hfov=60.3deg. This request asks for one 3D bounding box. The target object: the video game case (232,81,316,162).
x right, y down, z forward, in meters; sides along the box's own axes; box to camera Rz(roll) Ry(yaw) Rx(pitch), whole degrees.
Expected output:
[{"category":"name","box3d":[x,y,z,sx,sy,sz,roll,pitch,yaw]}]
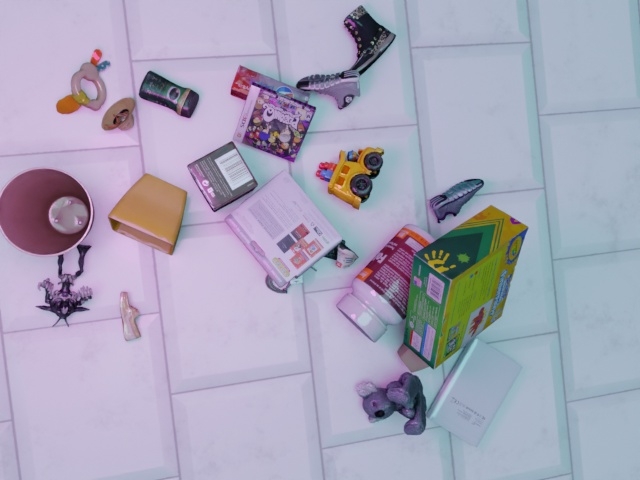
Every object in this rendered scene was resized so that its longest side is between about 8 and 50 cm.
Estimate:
[{"category":"video game case","box3d":[-0.159,-0.400,1.883,0.232,0.042,0.210,20,121,-11]}]

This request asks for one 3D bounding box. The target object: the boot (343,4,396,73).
[{"category":"boot","box3d":[0.134,-0.708,1.974,0.178,0.085,0.236,44,83,-4]}]

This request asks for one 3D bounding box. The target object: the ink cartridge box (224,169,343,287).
[{"category":"ink cartridge box","box3d":[-0.128,-0.032,1.874,0.272,0.130,0.309,-39,86,-8]}]

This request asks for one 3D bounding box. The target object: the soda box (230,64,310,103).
[{"category":"soda box","box3d":[-0.174,-0.507,1.909,0.263,0.083,0.092,20,86,-10]}]

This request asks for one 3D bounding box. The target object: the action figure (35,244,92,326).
[{"category":"action figure","box3d":[-0.815,0.147,1.761,0.164,0.141,0.275,6,88,-23]}]

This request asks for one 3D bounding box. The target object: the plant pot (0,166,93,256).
[{"category":"plant pot","box3d":[-0.804,-0.082,1.690,0.256,0.274,0.256,0,90,-10]}]

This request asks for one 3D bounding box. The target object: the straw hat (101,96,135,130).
[{"category":"straw hat","box3d":[-0.652,-0.399,1.824,0.144,0.144,0.061,-47,140,-7]}]

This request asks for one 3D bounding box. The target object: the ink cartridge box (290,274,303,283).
[{"category":"ink cartridge box","box3d":[-0.088,0.110,1.940,0.048,0.028,0.083,-8,88,-8]}]

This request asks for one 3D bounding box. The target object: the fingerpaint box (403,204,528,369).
[{"category":"fingerpaint box","box3d":[0.470,0.157,1.839,0.371,0.163,0.445,-30,139,-26]}]

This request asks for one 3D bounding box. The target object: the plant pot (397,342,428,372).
[{"category":"plant pot","box3d":[0.344,0.418,2.016,0.096,0.109,0.109,-37,98,5]}]

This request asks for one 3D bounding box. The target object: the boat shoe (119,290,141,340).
[{"category":"boat shoe","box3d":[-0.633,0.249,1.839,0.059,0.063,0.170,-7,101,-14]}]

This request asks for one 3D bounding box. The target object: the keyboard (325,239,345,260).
[{"category":"keyboard","box3d":[0.000,0.000,1.980,0.180,0.023,0.108,15,87,-12]}]

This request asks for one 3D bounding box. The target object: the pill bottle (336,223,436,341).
[{"category":"pill bottle","box3d":[0.253,0.151,1.931,0.224,0.224,0.392,45,82,-8]}]

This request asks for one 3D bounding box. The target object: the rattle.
[{"category":"rattle","box3d":[-0.781,-0.519,1.816,0.130,0.143,0.199,11,71,-43]}]

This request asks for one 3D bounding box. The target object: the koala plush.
[{"category":"koala plush","box3d":[0.250,0.577,1.968,0.221,0.203,0.196,-19,106,23]}]

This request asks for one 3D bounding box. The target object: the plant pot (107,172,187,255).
[{"category":"plant pot","box3d":[-0.541,-0.092,1.789,0.212,0.212,0.187,24,73,-11]}]

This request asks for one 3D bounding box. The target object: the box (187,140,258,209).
[{"category":"box","box3d":[-0.324,-0.206,1.821,0.167,0.203,0.168,-32,96,-9]}]

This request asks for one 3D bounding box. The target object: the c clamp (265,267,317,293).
[{"category":"c clamp","box3d":[-0.112,0.125,1.959,0.137,0.022,0.160,40,83,-9]}]

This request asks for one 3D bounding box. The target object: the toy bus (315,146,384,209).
[{"category":"toy bus","box3d":[0.100,-0.247,1.949,0.211,0.149,0.220,25,83,5]}]

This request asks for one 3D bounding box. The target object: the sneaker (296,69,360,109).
[{"category":"sneaker","box3d":[0.034,-0.519,1.954,0.229,0.086,0.132,-3,133,14]}]

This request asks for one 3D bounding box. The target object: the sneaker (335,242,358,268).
[{"category":"sneaker","box3d":[0.084,0.062,1.937,0.057,0.161,0.075,39,89,21]}]

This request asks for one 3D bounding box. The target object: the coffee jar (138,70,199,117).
[{"category":"coffee jar","box3d":[-0.504,-0.486,1.845,0.184,0.079,0.096,24,83,-10]}]

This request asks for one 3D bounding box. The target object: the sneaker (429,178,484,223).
[{"category":"sneaker","box3d":[0.517,-0.151,2.067,0.224,0.083,0.098,-26,116,-6]}]

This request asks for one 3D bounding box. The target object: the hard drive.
[{"category":"hard drive","box3d":[0.584,0.572,2.090,0.233,0.047,0.353,33,85,-10]}]
